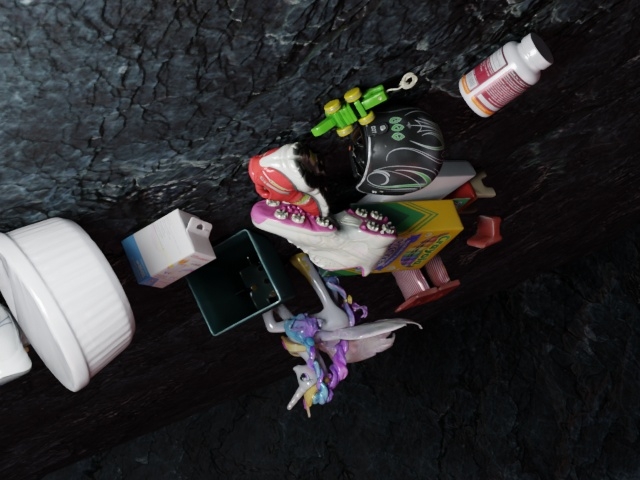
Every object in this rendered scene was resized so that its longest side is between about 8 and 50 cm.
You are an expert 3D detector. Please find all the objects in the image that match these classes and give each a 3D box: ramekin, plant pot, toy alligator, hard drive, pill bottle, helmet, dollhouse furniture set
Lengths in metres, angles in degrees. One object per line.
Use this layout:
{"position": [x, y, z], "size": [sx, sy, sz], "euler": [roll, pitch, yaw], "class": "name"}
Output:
{"position": [-0.399, 0.087, 1.451], "size": [0.127, 0.272, 0.273], "euler": [-32, 169, -26], "class": "ramekin"}
{"position": [-0.151, 0.090, 1.996], "size": [0.166, 0.165, 0.234], "euler": [-29, 170, 13], "class": "plant pot"}
{"position": [0.069, -0.225, 1.512], "size": [0.190, 0.056, 0.051], "euler": [-29, -154, 9], "class": "toy alligator"}
{"position": [0.157, -0.073, 2.131], "size": [0.233, 0.047, 0.353], "euler": [-6, 156, -47], "class": "hard drive"}
{"position": [0.322, -0.288, 1.611], "size": [0.152, 0.086, 0.086], "euler": [-35, 161, 33], "class": "pill bottle"}
{"position": [0.137, -0.157, 1.620], "size": [0.162, 0.169, 0.169], "euler": [-2, 157, -17], "class": "helmet"}
{"position": [0.291, 0.007, 2.300], "size": [0.152, 0.201, 0.374], "euler": [-15, 162, -32], "class": "dollhouse furniture set"}

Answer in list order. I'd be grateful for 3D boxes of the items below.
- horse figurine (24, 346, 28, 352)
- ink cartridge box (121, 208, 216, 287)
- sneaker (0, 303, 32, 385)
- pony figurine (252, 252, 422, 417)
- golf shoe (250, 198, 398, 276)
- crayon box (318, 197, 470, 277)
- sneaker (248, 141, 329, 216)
{"position": [-0.570, 0.164, 1.780], "size": [0.263, 0.066, 0.174], "euler": [-32, 169, 15], "class": "horse figurine"}
{"position": [-0.267, 0.012, 1.692], "size": [0.143, 0.089, 0.092], "euler": [-28, 164, 14], "class": "ink cartridge box"}
{"position": [-0.547, 0.142, 1.556], "size": [0.111, 0.129, 0.297], "euler": [-23, -162, -18], "class": "sneaker"}
{"position": [0.024, 0.206, 2.243], "size": [0.351, 0.363, 0.303], "euler": [-20, 163, -16], "class": "pony figurine"}
{"position": [0.000, 0.000, 1.837], "size": [0.306, 0.115, 0.140], "euler": [11, 121, -22], "class": "golf shoe"}
{"position": [0.171, -0.007, 2.086], "size": [0.323, 0.083, 0.203], "euler": [-5, 154, -30], "class": "crayon box"}
{"position": [-0.055, -0.108, 1.662], "size": [0.119, 0.107, 0.279], "euler": [-9, 164, 13], "class": "sneaker"}
